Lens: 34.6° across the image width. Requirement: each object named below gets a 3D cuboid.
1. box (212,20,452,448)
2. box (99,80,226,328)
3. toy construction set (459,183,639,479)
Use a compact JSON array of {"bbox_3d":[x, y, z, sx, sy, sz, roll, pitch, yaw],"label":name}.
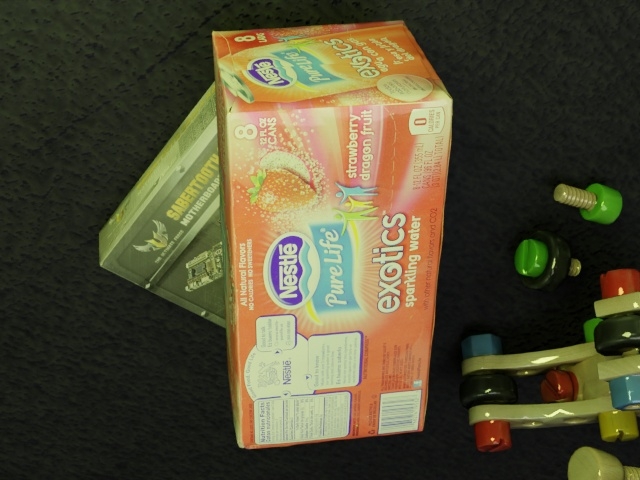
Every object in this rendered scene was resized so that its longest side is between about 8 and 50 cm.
[{"bbox_3d":[0.000,0.000,0.783,0.154,0.142,0.299,-5,124,-8],"label":"box"},{"bbox_3d":[-0.050,-0.033,0.873,0.183,0.056,0.231,30,113,-27],"label":"box"},{"bbox_3d":[0.298,0.152,0.939,0.237,0.308,0.257,13,128,-25],"label":"toy construction set"}]
